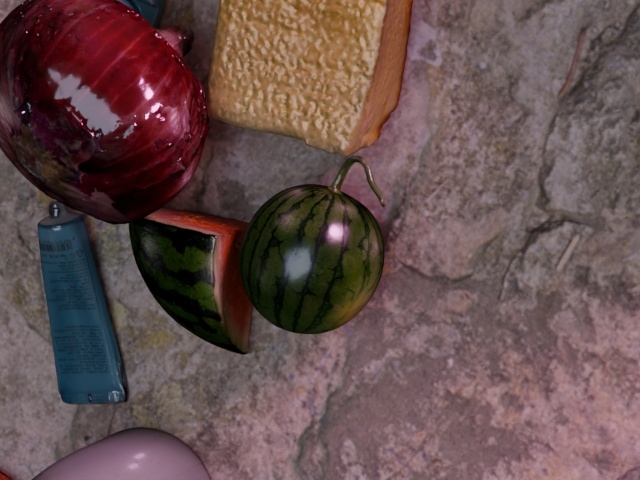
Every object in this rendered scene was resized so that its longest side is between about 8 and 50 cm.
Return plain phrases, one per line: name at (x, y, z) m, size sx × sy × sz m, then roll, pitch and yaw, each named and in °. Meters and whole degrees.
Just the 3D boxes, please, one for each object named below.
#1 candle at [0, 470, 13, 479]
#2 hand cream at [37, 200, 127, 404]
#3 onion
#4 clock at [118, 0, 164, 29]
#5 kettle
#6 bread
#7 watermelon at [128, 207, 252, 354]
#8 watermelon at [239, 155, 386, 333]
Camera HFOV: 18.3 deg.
candle at (-0.301, 0.300, 2.166) m, size 0.167 × 0.021 × 0.026 m, roll 36°, pitch 152°, yaw 9°
hand cream at (-0.258, 0.067, 2.101) m, size 0.083 × 0.048 × 0.224 m, roll -3°, pitch 105°, yaw 22°
onion at (-0.205, -0.137, 1.922) m, size 0.252 × 0.219 × 0.252 m, roll 39°, pitch 150°, yaw 28°
clock at (-0.227, -0.214, 2.034) m, size 0.108 × 0.045 × 0.147 m, roll 25°, pitch 108°, yaw 16°
kettle at (-0.244, 0.305, 2.019) m, size 0.221 × 0.236 × 0.161 m, roll -34°, pitch 85°, yaw 18°
bread at (-0.001, -0.231, 1.911) m, size 0.184 × 0.114 × 0.275 m, roll 16°, pitch 103°, yaw 21°
watermelon at (-0.130, 0.029, 1.988) m, size 0.137 × 0.145 × 0.193 m, roll -40°, pitch 84°, yaw 17°
watermelon at (0.000, 0.000, 1.937) m, size 0.140 × 0.140 × 0.187 m, roll 25°, pitch 100°, yaw 15°
